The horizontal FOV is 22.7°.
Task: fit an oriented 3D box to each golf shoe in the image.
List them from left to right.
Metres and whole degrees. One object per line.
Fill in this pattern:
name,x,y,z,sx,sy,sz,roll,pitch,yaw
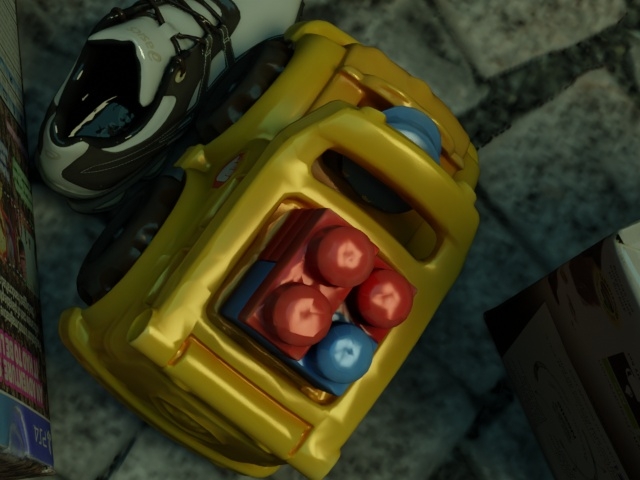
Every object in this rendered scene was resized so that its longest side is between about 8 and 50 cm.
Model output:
golf shoe,-0.073,-0.100,0.839,0.077,0.094,0.198,36,78,7

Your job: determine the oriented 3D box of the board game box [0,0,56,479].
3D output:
board game box,-0.222,-0.032,0.749,0.141,0.232,0.291,-6,78,-2

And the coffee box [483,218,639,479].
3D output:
coffee box,0.190,0.038,0.712,0.168,0.297,0.119,-23,83,-7

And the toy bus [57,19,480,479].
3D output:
toy bus,0.000,0.000,0.744,0.149,0.211,0.220,38,77,-12
